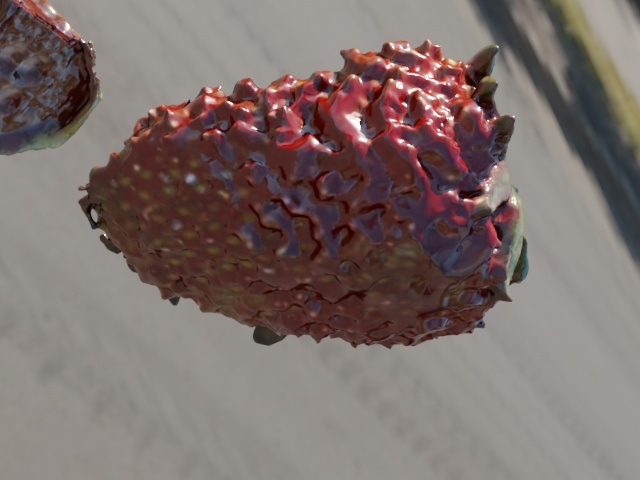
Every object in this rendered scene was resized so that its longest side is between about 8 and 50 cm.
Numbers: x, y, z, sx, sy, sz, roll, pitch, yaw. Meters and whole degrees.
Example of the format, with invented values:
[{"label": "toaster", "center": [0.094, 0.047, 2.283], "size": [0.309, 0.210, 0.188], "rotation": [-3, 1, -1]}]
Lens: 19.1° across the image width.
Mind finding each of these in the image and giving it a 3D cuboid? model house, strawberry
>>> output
[{"label": "model house", "center": [-0.332, -0.194, 1.827], "size": [0.196, 0.160, 0.254], "rotation": [44, 3, 25]}, {"label": "strawberry", "center": [0.000, 0.000, 1.300], "size": [0.137, 0.306, 0.233], "rotation": [-113, -170, -56]}]
